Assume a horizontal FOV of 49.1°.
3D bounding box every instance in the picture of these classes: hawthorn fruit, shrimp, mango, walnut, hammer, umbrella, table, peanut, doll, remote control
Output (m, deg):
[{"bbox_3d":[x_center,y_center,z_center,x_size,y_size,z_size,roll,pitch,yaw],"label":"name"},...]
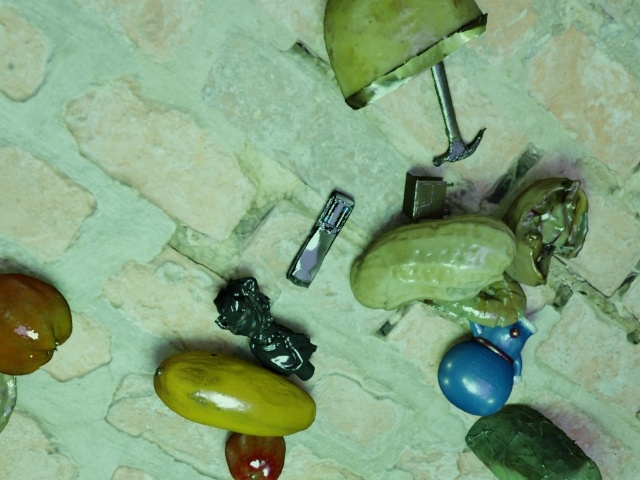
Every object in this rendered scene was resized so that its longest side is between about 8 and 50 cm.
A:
[{"bbox_3d":[-0.137,0.455,1.480,0.132,0.138,0.133,-5,113,-11],"label":"hawthorn fruit"},{"bbox_3d":[-0.545,0.147,1.266,0.189,0.189,0.189,-4,109,-12],"label":"hawthorn fruit"},{"bbox_3d":[0.303,0.105,1.484,0.267,0.145,0.061,6,151,8],"label":"shrimp"},{"bbox_3d":[-0.162,0.311,1.402,0.359,0.187,0.144,20,80,-19],"label":"mango"},{"bbox_3d":[0.448,-0.032,1.444,0.238,0.141,0.204,-27,121,-40],"label":"walnut"},{"bbox_3d":[0.240,-0.294,1.375,0.125,0.027,0.297,-22,111,-4],"label":"hammer"},{"bbox_3d":[-0.108,0.191,1.420,0.122,0.110,0.272,-40,116,2],"label":"umbrella"},{"bbox_3d":[0.218,-0.089,1.414,0.082,0.070,0.083,0,107,-12],"label":"table"},{"bbox_3d":[0.216,0.039,1.388,0.339,0.158,0.174,-6,141,17],"label":"peanut"},{"bbox_3d":[0.360,0.252,1.532,0.215,0.161,0.257,40,80,-8],"label":"doll"},{"bbox_3d":[0.000,0.000,1.416,0.059,0.028,0.212,25,101,-20],"label":"remote control"}]

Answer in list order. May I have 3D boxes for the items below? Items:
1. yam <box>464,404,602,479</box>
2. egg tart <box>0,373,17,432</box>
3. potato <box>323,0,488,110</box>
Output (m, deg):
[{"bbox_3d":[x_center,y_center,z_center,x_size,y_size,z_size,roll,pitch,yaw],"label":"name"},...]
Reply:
[{"bbox_3d":[0.494,0.509,1.575,0.201,0.271,0.202,-42,116,4],"label":"yam"},{"bbox_3d":[-0.745,0.294,1.285,0.351,0.150,0.352,-6,112,-14],"label":"egg tart"},{"bbox_3d":[0.123,-0.390,1.224,0.285,0.243,0.242,-29,114,25],"label":"potato"}]
